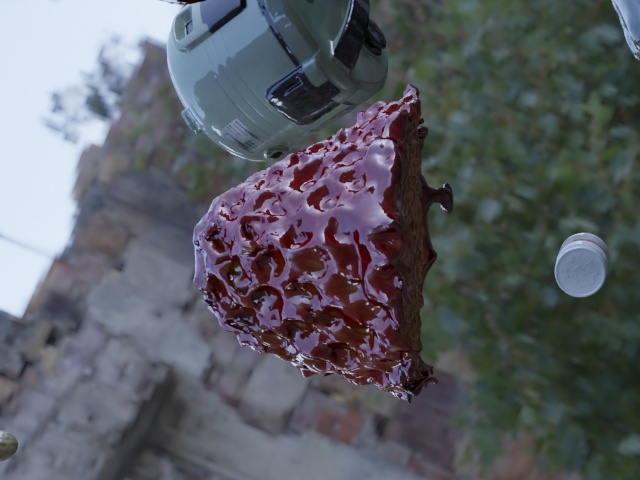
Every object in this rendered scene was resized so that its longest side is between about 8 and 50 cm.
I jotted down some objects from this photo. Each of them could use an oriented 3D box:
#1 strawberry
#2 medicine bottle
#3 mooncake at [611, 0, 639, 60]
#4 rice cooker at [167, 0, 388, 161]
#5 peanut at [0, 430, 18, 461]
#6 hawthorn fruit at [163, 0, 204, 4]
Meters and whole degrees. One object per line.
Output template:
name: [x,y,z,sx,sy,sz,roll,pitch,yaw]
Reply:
strawberry: [0.000,0.000,1.245,0.234,0.178,0.234,1,-90,-82]
medicine bottle: [0.283,0.026,1.867,0.089,0.057,0.057,-41,-27,-74]
mooncake: [0.583,-0.379,2.419,0.356,0.356,0.194,90,158,-85]
rice cooker: [-0.046,-0.225,2.037,0.244,0.226,0.226,-29,14,25]
peanut: [-0.371,0.221,1.890,0.037,0.083,0.037,13,-90,-78]
hawthorn fruit: [-0.138,-0.400,1.775,0.316,0.316,0.316,23,-90,-85]
